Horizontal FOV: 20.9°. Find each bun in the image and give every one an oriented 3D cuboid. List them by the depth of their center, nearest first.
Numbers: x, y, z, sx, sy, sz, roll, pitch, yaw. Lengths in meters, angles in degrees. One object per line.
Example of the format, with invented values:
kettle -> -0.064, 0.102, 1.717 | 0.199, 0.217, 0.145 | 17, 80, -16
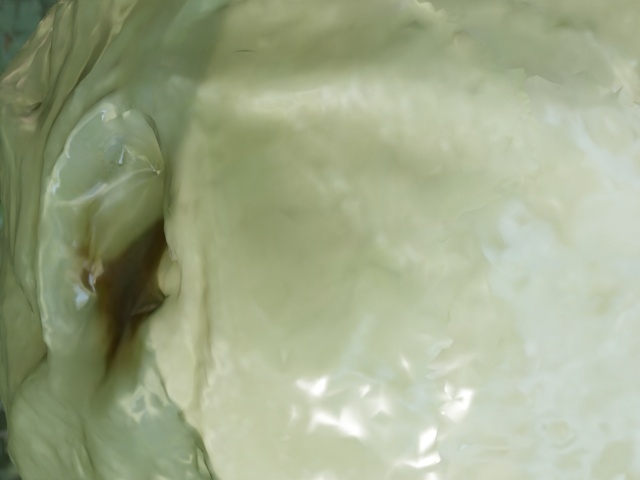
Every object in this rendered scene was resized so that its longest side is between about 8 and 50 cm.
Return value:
bun -> -0.001, 0.002, 0.614 | 0.202, 0.364, 0.364 | 4, 131, -41
